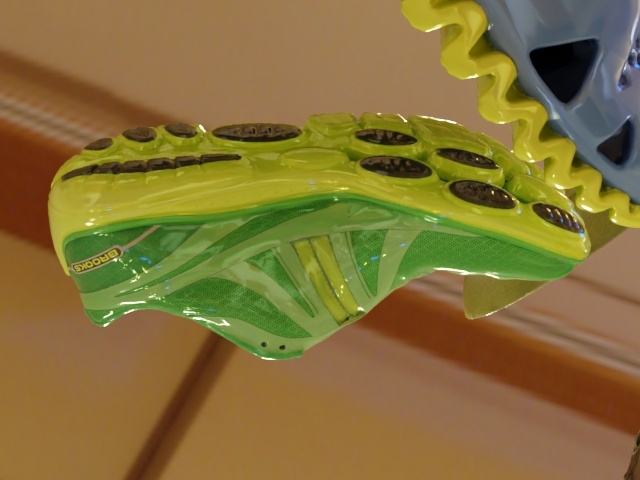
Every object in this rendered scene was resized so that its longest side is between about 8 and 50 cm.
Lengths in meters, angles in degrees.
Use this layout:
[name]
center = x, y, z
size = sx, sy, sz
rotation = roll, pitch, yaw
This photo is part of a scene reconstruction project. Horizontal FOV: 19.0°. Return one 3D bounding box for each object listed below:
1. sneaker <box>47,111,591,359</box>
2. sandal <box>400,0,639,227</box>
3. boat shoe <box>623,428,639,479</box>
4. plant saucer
[sneaker]
center = 0.000, 0.000, 1.061
size = 0.295, 0.123, 0.109
rotation = 1, -151, 3
[sandal]
center = 0.102, -0.136, 0.874
size = 0.138, 0.317, 0.126
rotation = -36, -153, 14
[boat shoe]
center = 0.227, 0.140, 1.208
size = 0.095, 0.095, 0.257
rotation = 27, -89, 44
[plant saucer]
center = 0.198, -0.026, 1.454
size = 0.241, 0.241, 0.037
rotation = -38, -85, -27
